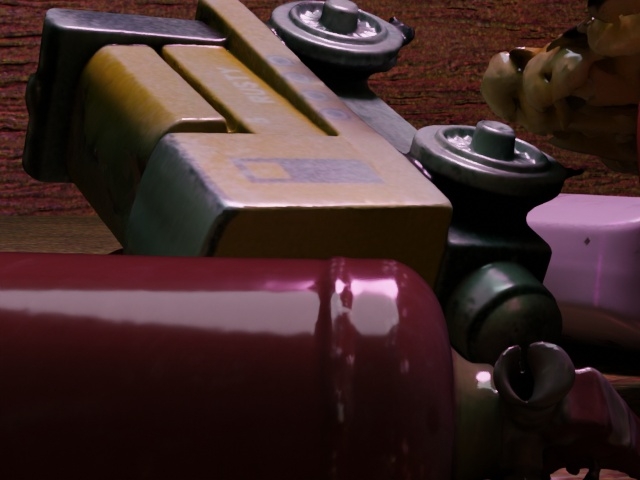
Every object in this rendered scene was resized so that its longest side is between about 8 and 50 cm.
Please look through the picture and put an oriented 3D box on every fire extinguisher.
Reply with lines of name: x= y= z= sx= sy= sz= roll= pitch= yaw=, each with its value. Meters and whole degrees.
fire extinguisher: x=-0.047 y=0.064 z=0.540 sx=0.337 sy=0.106 sz=0.147 roll=2 pitch=-21 yaw=1

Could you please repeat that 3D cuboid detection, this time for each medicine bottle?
medicine bottle: x=0.208 y=0.024 z=1.100 sx=0.161 sy=0.111 sz=0.296 roll=7 pitch=-3 yaw=-38

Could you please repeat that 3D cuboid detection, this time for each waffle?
waffle: x=0.263 y=-0.085 z=0.858 sx=0.297 sy=0.073 sz=0.317 roll=12 pitch=-19 yaw=-34

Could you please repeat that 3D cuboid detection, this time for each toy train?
toy train: x=-0.024 y=-0.038 z=0.997 sx=0.253 sy=0.160 sz=0.397 roll=-1 pitch=27 yaw=-27

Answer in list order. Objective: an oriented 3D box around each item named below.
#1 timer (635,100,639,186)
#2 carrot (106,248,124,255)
timer: x=0.242 y=-0.010 z=0.676 sx=0.215 sy=0.230 sz=0.229 roll=-4 pitch=2 yaw=17
carrot: x=-0.041 y=0.038 z=1.087 sx=0.260 sy=0.070 sz=0.070 roll=-1 pitch=4 yaw=-35
